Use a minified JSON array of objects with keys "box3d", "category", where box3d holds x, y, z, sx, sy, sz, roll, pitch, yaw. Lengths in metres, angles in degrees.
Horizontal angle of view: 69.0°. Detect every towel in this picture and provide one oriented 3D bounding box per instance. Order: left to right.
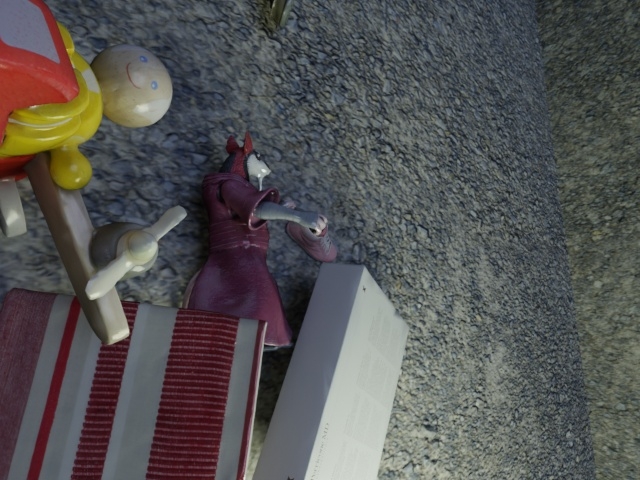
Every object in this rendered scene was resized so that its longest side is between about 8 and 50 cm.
[{"box3d":[-0.245,0.195,0.579,0.329,0.037,0.237,8,75,-5],"category":"towel"}]

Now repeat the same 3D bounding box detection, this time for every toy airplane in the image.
[{"box3d":[-0.294,-0.129,0.492,0.272,0.384,0.386,-21,140,-21],"category":"toy airplane"}]

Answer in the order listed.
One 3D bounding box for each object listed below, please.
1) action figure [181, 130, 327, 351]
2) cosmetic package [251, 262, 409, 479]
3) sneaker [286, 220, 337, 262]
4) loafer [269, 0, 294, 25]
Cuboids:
[{"box3d":[-0.141,0.007,0.762,0.276,0.248,0.370,-7,85,-13],"category":"action figure"},{"box3d":[0.044,0.271,0.843,0.284,0.097,0.377,54,48,-50],"category":"cosmetic package"},{"box3d":[0.000,0.000,0.931,0.134,0.070,0.051,38,57,-32],"category":"sneaker"},{"box3d":[-0.101,-0.550,0.949,0.087,0.094,0.251,0,71,-17],"category":"loafer"}]
